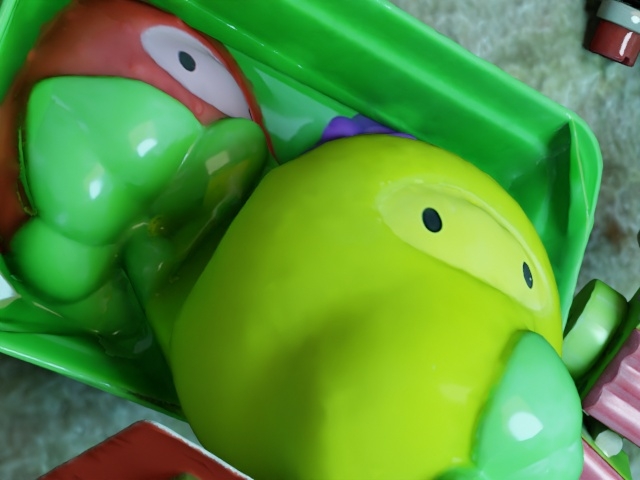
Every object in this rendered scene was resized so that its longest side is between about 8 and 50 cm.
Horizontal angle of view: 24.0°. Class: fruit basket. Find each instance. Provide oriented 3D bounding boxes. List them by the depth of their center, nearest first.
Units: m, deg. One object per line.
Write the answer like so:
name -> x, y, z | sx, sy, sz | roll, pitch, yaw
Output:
fruit basket -> 0.000, 0.000, 0.725 | 0.392, 0.392, 0.282 | 26, 73, -30

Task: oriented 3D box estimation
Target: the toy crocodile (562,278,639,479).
toy crocodile -> 0.157, 0.129, 0.915 | 0.115, 0.105, 0.340 | 39, 101, -2

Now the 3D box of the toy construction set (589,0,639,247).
toy construction set -> 0.344, -0.091, 1.044 | 0.237, 0.257, 0.308 | 17, 76, -42

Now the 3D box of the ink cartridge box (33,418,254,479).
ink cartridge box -> 0.008, 0.245, 0.699 | 0.385, 0.308, 0.091 | 35, 60, -13
